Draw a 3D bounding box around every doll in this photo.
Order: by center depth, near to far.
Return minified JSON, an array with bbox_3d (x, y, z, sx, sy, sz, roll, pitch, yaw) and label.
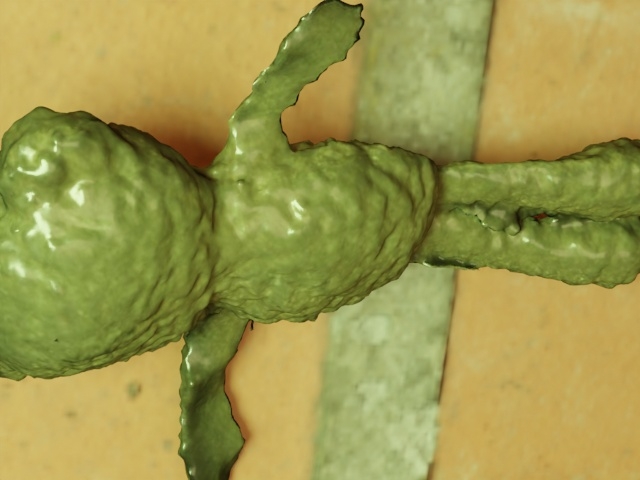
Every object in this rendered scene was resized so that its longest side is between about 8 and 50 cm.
[{"bbox_3d":[0.002,-0.012,0.595,0.286,0.091,0.202,-22,145,-8],"label":"doll"}]
